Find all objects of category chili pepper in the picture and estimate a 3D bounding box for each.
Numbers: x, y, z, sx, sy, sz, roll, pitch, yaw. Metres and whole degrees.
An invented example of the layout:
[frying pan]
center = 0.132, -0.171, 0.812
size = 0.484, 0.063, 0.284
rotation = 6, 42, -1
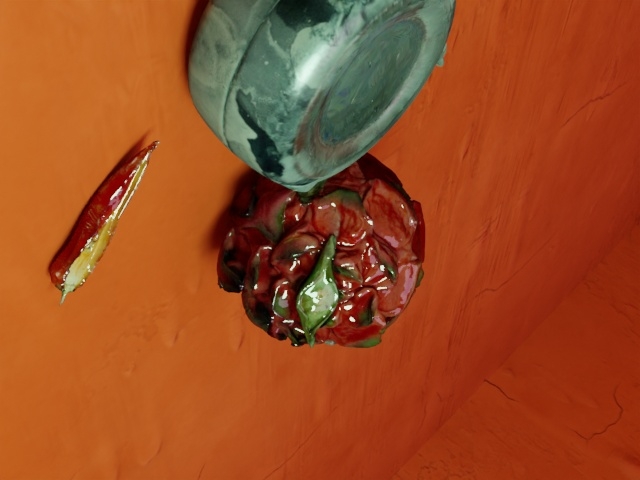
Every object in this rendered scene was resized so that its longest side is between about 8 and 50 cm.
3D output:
[chili pepper]
center = -0.200, -0.020, 1.020
size = 0.178, 0.027, 0.045
rotation = -57, 161, 10

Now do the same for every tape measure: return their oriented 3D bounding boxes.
[tape measure]
center = 0.001, -0.176, 1.031
size = 0.256, 0.147, 0.275
rotation = -46, 160, -11

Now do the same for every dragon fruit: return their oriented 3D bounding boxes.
[dragon fruit]
center = 0.000, 0.000, 1.238
size = 0.234, 0.234, 0.293
rotation = -57, -167, 9
